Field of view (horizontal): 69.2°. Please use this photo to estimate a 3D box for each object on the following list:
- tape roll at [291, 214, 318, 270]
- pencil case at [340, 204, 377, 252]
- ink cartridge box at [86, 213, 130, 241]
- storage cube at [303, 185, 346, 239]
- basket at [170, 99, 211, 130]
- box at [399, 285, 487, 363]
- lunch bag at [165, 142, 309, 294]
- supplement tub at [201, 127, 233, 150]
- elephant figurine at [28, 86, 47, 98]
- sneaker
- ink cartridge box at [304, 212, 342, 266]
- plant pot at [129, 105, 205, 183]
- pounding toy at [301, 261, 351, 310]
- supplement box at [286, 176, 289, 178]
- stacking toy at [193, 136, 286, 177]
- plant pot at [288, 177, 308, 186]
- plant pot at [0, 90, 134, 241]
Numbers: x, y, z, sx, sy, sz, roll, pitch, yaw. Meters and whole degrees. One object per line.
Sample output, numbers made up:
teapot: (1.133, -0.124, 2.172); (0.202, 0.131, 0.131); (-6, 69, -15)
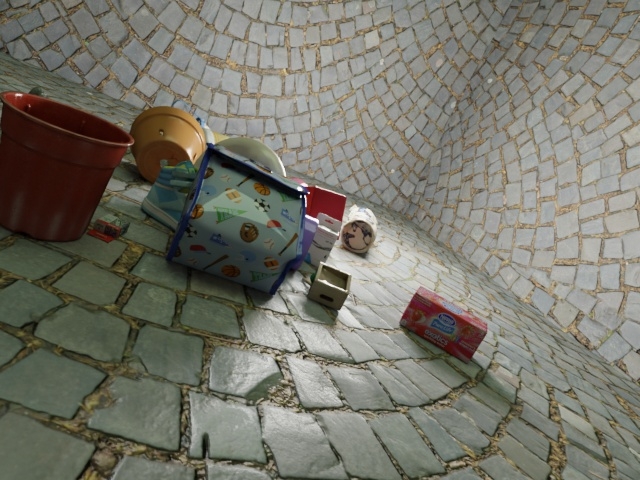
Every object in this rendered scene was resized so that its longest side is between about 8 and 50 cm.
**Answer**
tape roll: (-0.080, 0.000, 1.564); (0.080, 0.189, 0.189); (23, 14, -8)
pencil case: (0.192, -0.061, 2.311); (0.183, 0.160, 0.410); (42, 14, -2)
ink cartridge box: (-0.548, -0.033, 1.203); (0.063, 0.029, 0.115); (24, 14, -7)
storage cube: (-0.027, -0.116, 1.966); (0.215, 0.193, 0.183); (12, -3, -40)
basket: (-0.661, -0.503, 2.278); (0.289, 0.255, 0.201); (39, 5, -36)
box: (0.409, 0.275, 1.545); (0.257, 0.128, 0.122); (30, 14, 15)
lunch bag: (-0.214, -0.094, 1.317); (0.327, 0.239, 0.385); (24, 43, -19)
supplement tub: (-0.501, -0.390, 2.164); (0.316, 0.228, 0.228); (13, 19, -43)
elephant figurine: (-0.946, -0.410, 1.655); (0.239, 0.186, 0.169); (49, 26, -54)
sneaker: (-0.391, -0.124, 1.436); (0.319, 0.208, 0.127); (28, 13, 8)
ink cartridge box: (0.000, 0.000, 1.720); (0.104, 0.180, 0.060); (25, 14, -2)
plant pot: (-0.597, -0.344, 1.796); (0.291, 0.291, 0.203); (19, 32, -25)
pounding toy: (0.012, 0.142, 1.446); (0.141, 0.100, 0.130); (22, 28, -2)
supplement box: (-0.235, -0.273, 2.406); (0.194, 0.129, 0.191); (27, 14, 7)
stacking toy: (-0.250, -0.143, 1.746); (0.350, 0.351, 0.480); (29, -5, 15)
plant pot: (-0.166, -0.171, 2.076); (0.201, 0.201, 0.180); (32, 31, 25)
plant pot: (-0.610, -0.158, 1.064); (0.272, 0.265, 0.272); (25, 14, -6)
